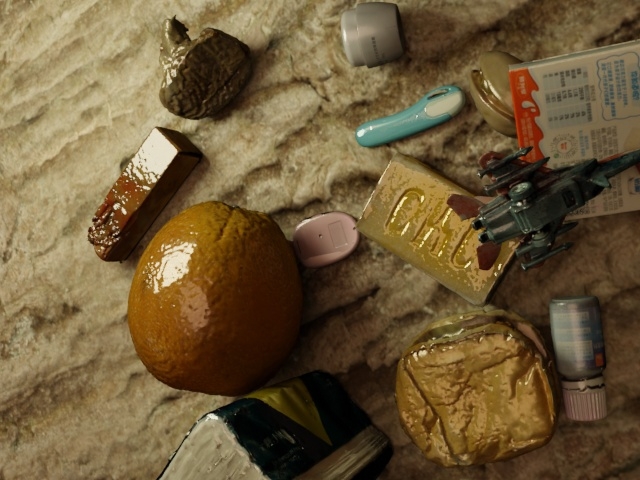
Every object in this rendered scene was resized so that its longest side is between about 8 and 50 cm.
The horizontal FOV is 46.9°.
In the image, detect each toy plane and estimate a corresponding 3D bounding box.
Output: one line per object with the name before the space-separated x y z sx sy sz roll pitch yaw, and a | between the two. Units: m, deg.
toy plane | 0.373 -0.072 1.147 0.326 0.104 0.223 -23 111 20

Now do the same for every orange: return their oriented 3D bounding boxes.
orange | -0.188 0.106 1.372 0.322 0.322 0.357 8 83 22

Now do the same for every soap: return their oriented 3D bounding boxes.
soap | 0.219 -0.024 1.319 0.274 0.089 0.173 32 104 19

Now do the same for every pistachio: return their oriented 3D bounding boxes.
pistachio | 0.331 -0.246 1.259 0.124 0.124 0.185 -42 72 17

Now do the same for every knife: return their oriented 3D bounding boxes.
knife | 0.165 -0.227 1.369 0.222 0.031 0.064 -19 88 25

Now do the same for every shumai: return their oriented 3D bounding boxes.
shumai | -0.249 -0.361 1.485 0.206 0.166 0.176 -40 54 17

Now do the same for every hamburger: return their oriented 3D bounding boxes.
hamburger | 0.265 0.255 1.277 0.283 0.144 0.260 -12 90 18

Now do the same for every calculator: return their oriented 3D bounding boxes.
calculator | 0.000 0.000 1.441 0.165 0.024 0.103 -19 84 20

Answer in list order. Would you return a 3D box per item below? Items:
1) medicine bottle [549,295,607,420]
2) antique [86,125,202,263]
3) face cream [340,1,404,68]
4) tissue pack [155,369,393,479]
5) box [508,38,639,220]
medicine bottle | 0.434 0.196 1.237 0.083 0.083 0.203 -5 89 22
antique | -0.382 -0.091 1.559 0.087 0.093 0.310 44 106 16
face cream | 0.096 -0.377 1.348 0.104 0.117 0.117 -8 88 13
tissue pack | -0.075 0.412 1.275 0.253 0.416 0.264 44 107 19
box | 0.449 -0.170 1.171 0.264 0.048 0.273 -8 113 15
